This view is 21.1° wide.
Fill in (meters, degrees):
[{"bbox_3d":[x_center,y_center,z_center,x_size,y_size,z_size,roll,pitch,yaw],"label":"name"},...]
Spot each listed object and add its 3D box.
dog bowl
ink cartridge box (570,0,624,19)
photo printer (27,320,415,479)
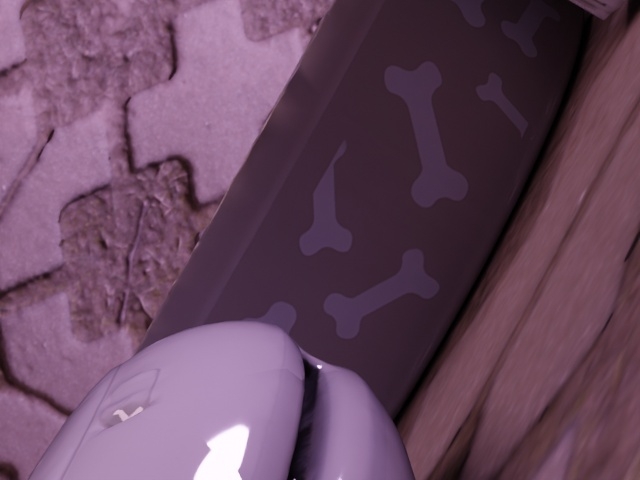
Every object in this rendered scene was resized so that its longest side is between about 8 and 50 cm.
[{"bbox_3d":[0.000,0.000,0.786,0.349,0.102,0.349,-60,3,6],"label":"dog bowl"},{"bbox_3d":[0.134,-0.257,0.708,0.226,0.131,0.306,-59,3,28],"label":"ink cartridge box"},{"bbox_3d":[-0.075,0.170,0.440,0.307,0.107,0.256,-59,5,14],"label":"photo printer"}]
